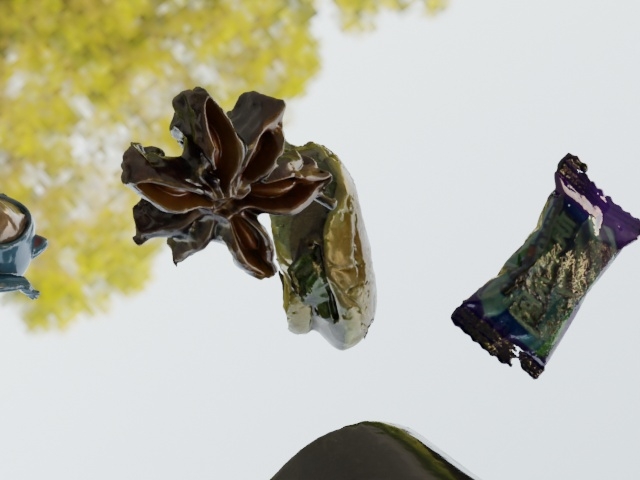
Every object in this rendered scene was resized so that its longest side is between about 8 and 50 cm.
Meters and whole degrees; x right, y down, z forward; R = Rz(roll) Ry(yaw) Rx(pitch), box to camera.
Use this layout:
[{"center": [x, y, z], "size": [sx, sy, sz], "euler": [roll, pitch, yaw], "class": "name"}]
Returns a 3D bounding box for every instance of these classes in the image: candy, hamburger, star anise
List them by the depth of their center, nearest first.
[{"center": [-0.106, -0.057, 1.879], "size": [0.190, 0.220, 0.126], "euler": [-42, -138, -14], "class": "star anise"}, {"center": [0.296, 0.035, 2.448], "size": [0.275, 0.145, 0.070], "euler": [-54, -175, -6], "class": "candy"}, {"center": [0.000, -0.001, 2.524], "size": [0.134, 0.285, 0.265], "euler": [-7, -166, 1], "class": "hamburger"}]

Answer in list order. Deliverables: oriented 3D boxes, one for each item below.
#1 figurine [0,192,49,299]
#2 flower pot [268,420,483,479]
[{"center": [-0.338, 0.010, 1.794], "size": [0.114, 0.144, 0.178], "euler": [9, -134, 25], "class": "figurine"}, {"center": [0.074, 0.342, 2.022], "size": [0.379, 0.379, 0.251], "euler": [-36, -124, 3], "class": "flower pot"}]
